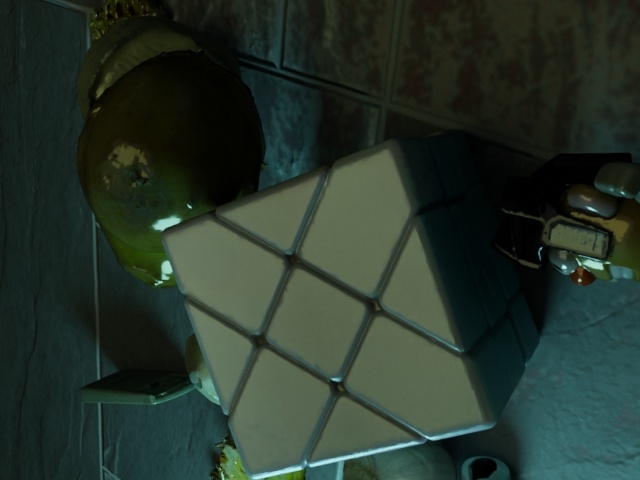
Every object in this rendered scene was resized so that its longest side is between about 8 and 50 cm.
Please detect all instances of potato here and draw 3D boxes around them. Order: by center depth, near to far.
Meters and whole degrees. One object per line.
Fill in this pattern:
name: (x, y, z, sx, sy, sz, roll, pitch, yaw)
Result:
potato: (-0.240, -0.062, 1.201, 0.289, 0.296, 0.397, 23, 119, -7)

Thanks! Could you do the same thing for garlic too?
garlic: (0.135, 0.345, 1.249, 0.143, 0.178, 0.229, -54, 48, 22)

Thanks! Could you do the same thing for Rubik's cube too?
Rubik's cube: (0.052, 0.064, 1.054, 0.318, 0.316, 0.322, -19, 90, 24)

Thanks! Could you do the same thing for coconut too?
coconut: (-0.163, 0.212, 1.492, 0.147, 0.152, 0.147, 20, 120, 40)

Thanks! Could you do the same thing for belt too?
belt: (-0.190, 0.492, 1.706, 0.059, 0.036, 0.083, -15, 96, 45)

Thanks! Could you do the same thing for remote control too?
remote control: (-0.373, 0.305, 1.755, 0.285, 0.123, 0.038, -7, 99, 43)

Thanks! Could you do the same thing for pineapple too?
pineapple: (-0.100, 0.415, 1.556, 0.186, 0.114, 0.236, 56, 144, 13)

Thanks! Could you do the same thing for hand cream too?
hand cream: (0.241, 0.460, 1.270, 0.109, 0.067, 0.321, 17, 121, 38)

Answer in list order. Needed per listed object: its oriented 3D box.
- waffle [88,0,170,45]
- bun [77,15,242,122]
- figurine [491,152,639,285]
waffle: (-0.331, -0.324, 1.528, 0.245, 0.052, 0.254, 46, 132, 17)
bun: (-0.261, -0.238, 1.375, 0.152, 0.259, 0.260, -118, 32, -57)
figurine: (0.329, -0.014, 0.885, 0.308, 0.143, 0.308, 20, 151, 11)
